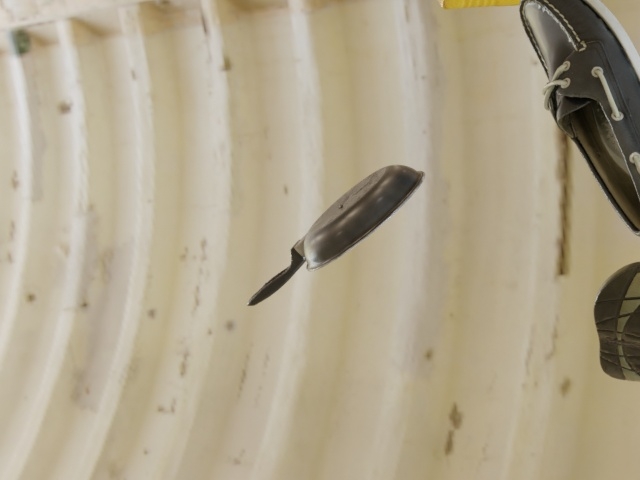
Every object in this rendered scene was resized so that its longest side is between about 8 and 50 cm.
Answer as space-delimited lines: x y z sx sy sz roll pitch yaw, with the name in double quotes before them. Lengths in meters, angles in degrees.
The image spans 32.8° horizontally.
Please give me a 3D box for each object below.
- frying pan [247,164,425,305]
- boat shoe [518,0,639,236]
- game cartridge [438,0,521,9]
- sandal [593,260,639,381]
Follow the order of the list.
"frying pan" 0.019 -0.019 1.457 0.197 0.053 0.326 -46 -169 -31
"boat shoe" 0.283 -0.142 1.113 0.091 0.302 0.114 -28 159 -12
"game cartridge" 0.283 -0.415 1.477 0.324 0.052 0.285 -6 -136 -11
"sandal" 0.489 0.119 1.702 0.120 0.302 0.086 13 -122 16
